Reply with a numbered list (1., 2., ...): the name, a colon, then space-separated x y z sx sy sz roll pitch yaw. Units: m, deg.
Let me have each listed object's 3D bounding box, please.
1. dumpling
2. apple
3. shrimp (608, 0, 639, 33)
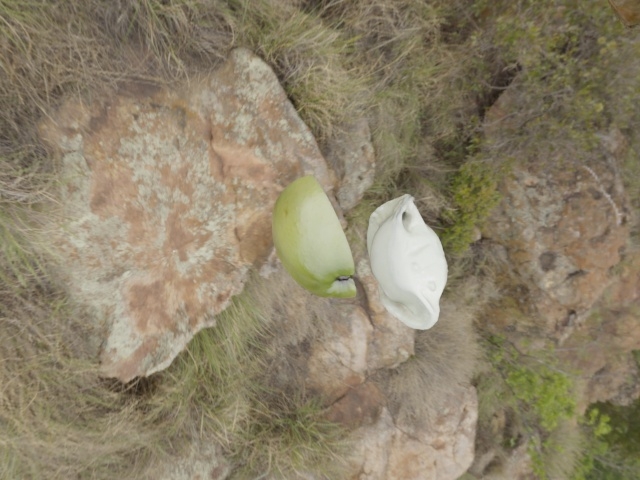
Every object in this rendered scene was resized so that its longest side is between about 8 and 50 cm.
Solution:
1. dumpling: 0.105 0.036 0.681 0.100 0.134 0.169 -29 91 -32
2. apple: 0.000 0.000 1.538 0.320 0.311 0.360 14 41 -44
3. shrimp: 0.423 -0.244 0.458 0.360 0.247 0.085 0 93 -38
